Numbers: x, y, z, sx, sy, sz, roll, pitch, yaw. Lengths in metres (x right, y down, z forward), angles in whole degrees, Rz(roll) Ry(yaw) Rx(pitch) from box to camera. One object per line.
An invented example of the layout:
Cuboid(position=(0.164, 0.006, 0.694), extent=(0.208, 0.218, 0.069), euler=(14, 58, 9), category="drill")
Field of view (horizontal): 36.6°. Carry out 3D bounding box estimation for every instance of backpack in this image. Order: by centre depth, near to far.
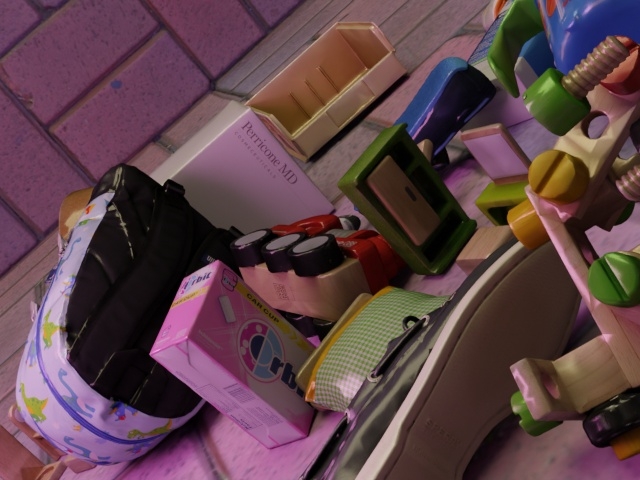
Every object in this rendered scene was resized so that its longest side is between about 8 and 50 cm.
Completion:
Cuboid(position=(-0.242, 0.118, 1.262), extent=(0.273, 0.290, 0.355), euler=(-43, 24, 21), category="backpack")

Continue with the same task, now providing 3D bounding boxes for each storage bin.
Cuboid(position=(0.006, -0.290, 1.865), extent=(0.262, 0.123, 0.260), euler=(-42, 19, -3), category="storage bin")

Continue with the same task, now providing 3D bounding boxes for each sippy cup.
Cuboid(position=(0.338, -0.261, 1.050), extent=(0.305, 0.240, 0.224), euler=(111, 174, -45), category="sippy cup")

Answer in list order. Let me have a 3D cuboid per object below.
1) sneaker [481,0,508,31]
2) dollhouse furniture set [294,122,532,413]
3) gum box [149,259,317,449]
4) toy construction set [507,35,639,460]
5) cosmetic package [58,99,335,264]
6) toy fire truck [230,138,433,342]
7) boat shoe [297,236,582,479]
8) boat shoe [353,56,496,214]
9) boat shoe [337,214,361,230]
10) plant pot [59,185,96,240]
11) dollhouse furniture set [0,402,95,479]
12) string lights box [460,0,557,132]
Cuboid(position=(0.354, -0.430, 1.560), extent=(0.262, 0.099, 0.121), euler=(-42, 15, -7), category="sneaker")
Cuboid(position=(0.082, 0.024, 0.974), extent=(0.301, 0.151, 0.197), euler=(-50, 23, -25), category="dollhouse furniture set")
Cuboid(position=(-0.077, 0.125, 1.020), extent=(0.062, 0.188, 0.107), euler=(-25, 32, 37), category="gum box")
Cuboid(position=(0.221, 0.011, 0.703), extent=(0.237, 0.257, 0.309), euler=(-45, -6, 28), category="toy construction set")
Cuboid(position=(-0.195, -0.013, 1.506), extent=(0.385, 0.217, 0.156), euler=(-43, 18, 0), category="cosmetic package")
Cuboid(position=(0.037, -0.006, 1.192), extent=(0.246, 0.158, 0.217), euler=(-28, 17, -28), category="toy fire truck")
Cuboid(position=(0.093, 0.117, 0.798), extent=(0.113, 0.127, 0.340), euler=(12, 64, 53), category="boat shoe")
Cuboid(position=(0.136, -0.116, 1.275), extent=(0.258, 0.089, 0.109), euler=(-51, 23, 38), category="boat shoe")
Cuboid(position=(0.000, 0.000, 1.367), extent=(0.142, 0.049, 0.040), euler=(-22, 8, 41), category="boat shoe")
Cuboid(position=(-0.290, -0.015, 1.728), extent=(0.254, 0.237, 0.237), euler=(-18, 25, 15), category="plant pot")
Cuboid(position=(-0.385, 0.265, 1.386), extent=(0.151, 0.123, 0.144), euler=(-25, 25, 39), category="dollhouse furniture set")
Cuboid(position=(0.282, -0.262, 1.346), extent=(0.133, 0.077, 0.260), euler=(-17, 30, 49), category="string lights box")
